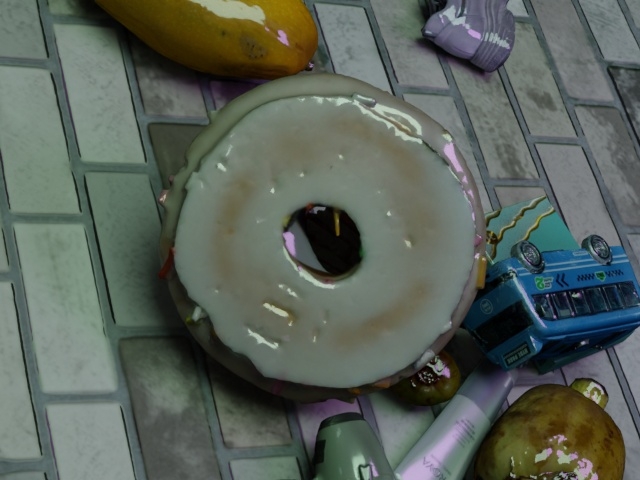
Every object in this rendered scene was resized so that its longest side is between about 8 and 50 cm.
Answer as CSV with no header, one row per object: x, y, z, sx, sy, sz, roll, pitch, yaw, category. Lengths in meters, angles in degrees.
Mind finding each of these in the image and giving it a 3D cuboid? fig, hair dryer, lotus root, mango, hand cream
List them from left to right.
-0.169,-0.312,2.005,0.359,0.144,0.187,22,37,-5,mango
-0.017,0.332,1.669,0.267,0.092,0.229,-24,75,-24,hair dryer
0.122,0.161,1.861,0.084,0.098,0.082,-20,88,-4,fig
0.163,0.231,1.840,0.079,0.048,0.255,42,48,-3,hand cream
0.276,0.264,1.817,0.169,0.141,0.314,43,39,3,lotus root

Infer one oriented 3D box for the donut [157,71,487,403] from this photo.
0.000,0.000,1.771,0.382,0.142,0.383,0,89,-5,donut

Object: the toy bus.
0.287,0.078,1.898,0.246,0.113,0.134,-5,66,-44,toy bus

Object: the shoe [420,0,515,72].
0.217,-0.369,2.285,0.137,0.095,0.245,18,56,-20,shoe

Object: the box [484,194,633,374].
0.298,0.055,2.048,0.162,0.041,0.229,-17,66,-37,box

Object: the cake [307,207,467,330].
0.068,0.028,1.908,0.287,0.098,0.135,32,41,-11,cake
